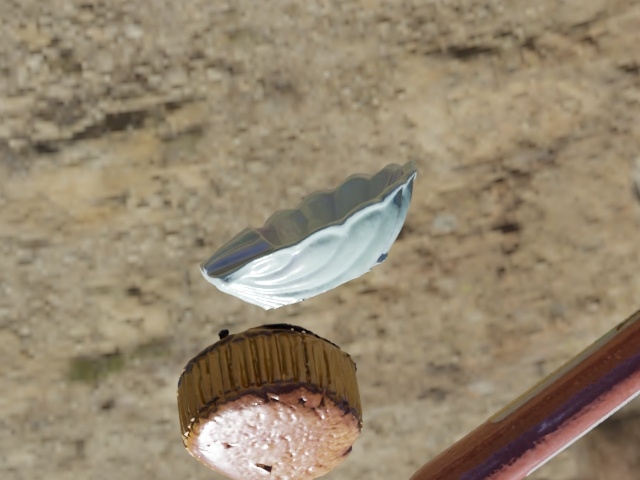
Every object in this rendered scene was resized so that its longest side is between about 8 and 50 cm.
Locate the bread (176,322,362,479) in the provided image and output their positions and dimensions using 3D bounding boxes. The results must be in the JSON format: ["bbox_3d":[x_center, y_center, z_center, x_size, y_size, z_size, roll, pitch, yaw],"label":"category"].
[{"bbox_3d":[-0.051,0.180,1.746,0.199,0.104,0.199,-7,140,-6],"label":"bread"}]

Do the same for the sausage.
[{"bbox_3d":[0.121,0.057,0.709,0.223,0.029,0.029,-36,150,-4],"label":"sausage"}]

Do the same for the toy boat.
[{"bbox_3d":[0.000,0.000,2.015,0.290,0.100,0.199,-25,-169,-11],"label":"toy boat"}]
